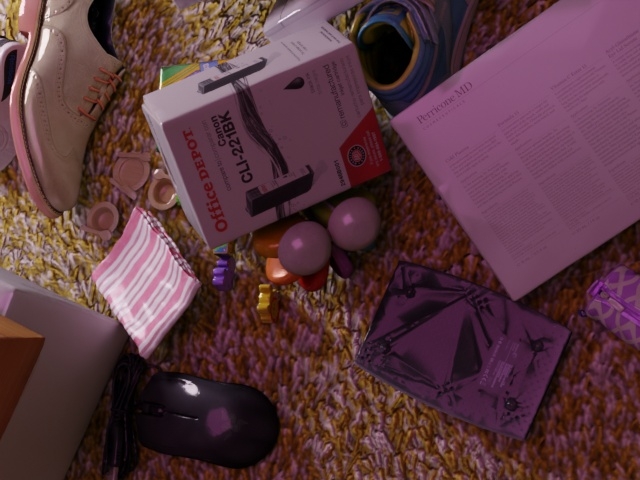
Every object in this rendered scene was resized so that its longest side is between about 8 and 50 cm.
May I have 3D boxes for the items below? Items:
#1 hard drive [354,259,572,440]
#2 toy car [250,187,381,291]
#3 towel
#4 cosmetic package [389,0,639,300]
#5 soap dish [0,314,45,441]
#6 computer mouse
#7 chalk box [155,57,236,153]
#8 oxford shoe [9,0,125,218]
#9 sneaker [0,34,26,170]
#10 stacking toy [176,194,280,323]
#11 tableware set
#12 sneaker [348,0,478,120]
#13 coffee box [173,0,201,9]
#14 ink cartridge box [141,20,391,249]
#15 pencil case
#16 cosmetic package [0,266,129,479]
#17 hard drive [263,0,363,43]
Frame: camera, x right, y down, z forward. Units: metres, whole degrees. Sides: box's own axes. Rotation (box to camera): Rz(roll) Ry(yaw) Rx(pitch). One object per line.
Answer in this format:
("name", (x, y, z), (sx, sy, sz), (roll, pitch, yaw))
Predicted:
("hard drive", (0.189, 0.144, 1.728), (0.255, 0.054, 0.172), (22, 87, 25))
("toy car", (0.000, 0.000, 1.794), (0.182, 0.136, 0.159), (-26, 31, -14))
("towel", (-0.256, 0.059, 1.893), (0.144, 0.029, 0.197), (-55, 47, 16))
("cosmetic package", (0.323, -0.145, 1.675), (0.377, 0.097, 0.284), (-34, 89, 11))
("soap dish", (-0.509, 0.162, 1.606), (0.291, 0.118, 0.229), (23, 86, 20))
("computer mouse", (-0.193, 0.255, 1.845), (0.272, 0.072, 0.188), (2, 78, 22))
("chalk box", (-0.111, -0.179, 1.879), (0.213, 0.132, 0.132), (-2, 77, 23))
("oxford shoe", (-0.377, -0.231, 1.998), (0.147, 0.140, 0.397), (-5, 78, 14))
("sneaker", (-0.521, -0.220, 2.093), (0.121, 0.079, 0.217), (30, 106, 49))
("stacking toy", (-0.133, 0.008, 1.893), (0.167, 0.052, 0.221), (1, 76, 20))
("tableware set", (-0.278, -0.051, 1.978), (0.141, 0.020, 0.168), (23, 88, 25))
("sneaker", (0.126, -0.322, 1.775), (0.127, 0.208, 0.319), (0, 78, 23))
("coffee box", (-0.126, -0.595, 1.805), (0.338, 0.338, 0.334), (-22, 38, 16))
("ink cartridge box", (-0.070, -0.139, 1.724), (0.273, 0.197, 0.114), (-24, 30, -8))
("pencil case", (0.425, 0.109, 1.623), (0.206, 0.088, 0.086), (34, 94, 24))
("cosmetic package", (-0.558, 0.173, 1.869), (0.394, 0.329, 0.327), (22, 85, 24))
("hard drive", (0.091, -0.407, 1.770), (0.353, 0.047, 0.233), (-23, 30, 36))
